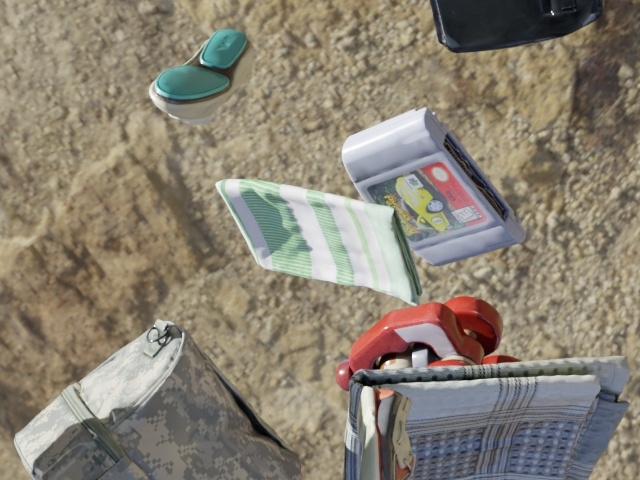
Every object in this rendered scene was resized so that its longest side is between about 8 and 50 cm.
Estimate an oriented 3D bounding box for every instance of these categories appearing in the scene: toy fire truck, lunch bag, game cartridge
[{"bbox_3d":[0.158,0.226,1.417,0.254,0.169,0.302,-16,122,30],"label":"toy fire truck"},{"bbox_3d":[-0.190,0.281,1.238,0.305,0.256,0.212,54,166,-26],"label":"lunch bag"},{"bbox_3d":[0.176,-0.075,1.585,0.196,0.060,0.294,-16,127,42],"label":"game cartridge"}]

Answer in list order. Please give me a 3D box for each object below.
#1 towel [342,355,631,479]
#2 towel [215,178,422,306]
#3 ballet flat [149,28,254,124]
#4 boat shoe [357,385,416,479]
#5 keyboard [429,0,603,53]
[{"bbox_3d":[0.189,0.249,1.158,0.324,0.056,0.312,-4,136,-5],"label":"towel"},{"bbox_3d":[0.000,0.000,1.602,0.325,0.038,0.248,14,148,28],"label":"towel"},{"bbox_3d":[-0.143,-0.190,1.224,0.086,0.248,0.086,9,121,16],"label":"ballet flat"},{"bbox_3d":[0.053,0.163,0.752,0.043,0.137,0.049,14,117,-7],"label":"boat shoe"},{"bbox_3d":[0.075,-0.171,0.369,0.100,0.038,0.192,0,117,32],"label":"keyboard"}]
